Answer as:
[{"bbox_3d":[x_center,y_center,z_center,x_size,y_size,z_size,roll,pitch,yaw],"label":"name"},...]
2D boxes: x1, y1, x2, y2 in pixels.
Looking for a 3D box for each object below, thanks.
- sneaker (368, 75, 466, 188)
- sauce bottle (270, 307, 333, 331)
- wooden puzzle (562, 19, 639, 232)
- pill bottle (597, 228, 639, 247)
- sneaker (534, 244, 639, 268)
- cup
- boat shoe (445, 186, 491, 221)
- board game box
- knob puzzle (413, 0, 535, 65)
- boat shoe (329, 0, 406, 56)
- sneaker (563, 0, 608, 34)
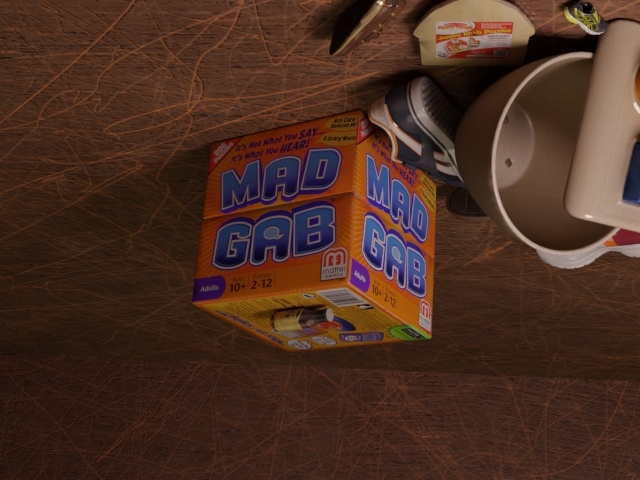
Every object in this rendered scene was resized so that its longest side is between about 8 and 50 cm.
[{"bbox_3d":[0.208,-0.188,1.847,0.127,0.126,0.321,-14,144,31],"label":"sneaker"},{"bbox_3d":[-0.034,0.148,1.874,0.128,0.042,0.042,-12,153,30],"label":"sauce bottle"},{"bbox_3d":[0.589,-0.161,1.589,0.347,0.322,0.080,12,-178,-14],"label":"wooden puzzle"},{"bbox_3d":[0.679,-0.115,1.803,0.392,0.224,0.224,-8,155,27],"label":"pill bottle"},{"bbox_3d":[0.622,-0.021,2.240,0.297,0.111,0.129,-14,136,30],"label":"sneaker"},{"bbox_3d":[0.365,-0.156,1.706,0.331,0.331,0.237,17,-178,-28],"label":"cup"},{"bbox_3d":[0.417,-0.088,2.065,0.307,0.111,0.104,-11,152,33],"label":"boat shoe"},{"bbox_3d":[0.000,0.000,2.030,0.356,0.356,0.356,-9,154,29],"label":"board game box"},{"bbox_3d":[0.245,-0.344,1.579,0.213,0.030,0.213,4,158,2],"label":"knob puzzle"},{"bbox_3d":[0.072,-0.340,1.574,0.060,0.064,0.178,17,152,-23],"label":"boat shoe"},{"bbox_3d":[0.419,-0.347,1.538,0.083,0.031,0.035,15,155,-25],"label":"sneaker"}]
